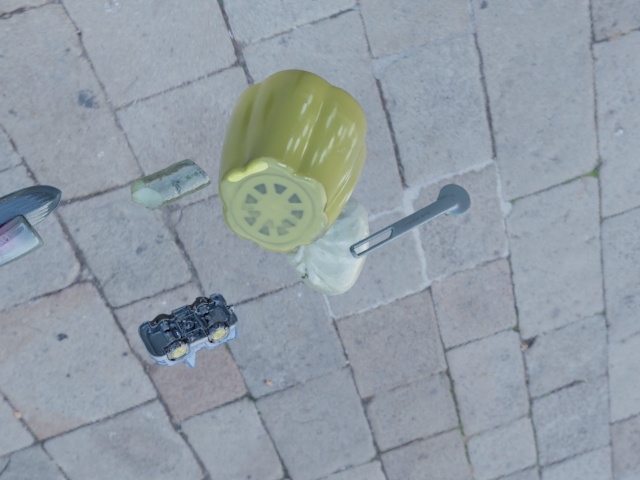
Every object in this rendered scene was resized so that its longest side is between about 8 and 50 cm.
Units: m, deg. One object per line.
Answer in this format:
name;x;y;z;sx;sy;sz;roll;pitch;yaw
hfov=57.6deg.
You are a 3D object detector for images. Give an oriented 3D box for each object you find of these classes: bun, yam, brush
bun;0.000;0.000;1.221;0.133;0.231;0.231;0;117;-32
yam;-0.287;-0.105;1.104;0.146;0.070;0.070;-26;119;-13
brush;0.154;-0.030;1.000;0.266;0.027;0.062;-26;79;-25

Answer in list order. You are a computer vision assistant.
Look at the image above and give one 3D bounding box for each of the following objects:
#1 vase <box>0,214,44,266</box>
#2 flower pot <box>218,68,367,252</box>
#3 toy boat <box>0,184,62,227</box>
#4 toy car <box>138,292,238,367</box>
vase;-0.733;0.035;1.290;0.214;0.086;0.086;-37;119;-16
flower pot;-0.040;-0.091;0.741;0.195;0.179;0.195;5;131;6
toy boat;-0.729;-0.063;1.375;0.246;0.103;0.093;-32;124;-25
toy car;-0.255;0.188;1.158;0.191;0.097;0.100;-21;138;-26
